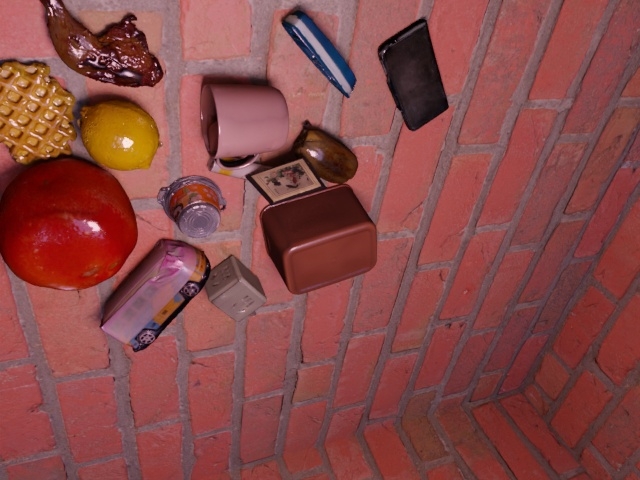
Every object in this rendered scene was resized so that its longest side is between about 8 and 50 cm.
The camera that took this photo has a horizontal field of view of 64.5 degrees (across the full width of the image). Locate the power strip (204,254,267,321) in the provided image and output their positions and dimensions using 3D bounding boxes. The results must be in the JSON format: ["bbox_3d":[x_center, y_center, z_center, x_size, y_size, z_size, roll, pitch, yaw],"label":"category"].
[{"bbox_3d":[-0.280,0.184,1.768,0.140,0.139,0.224,-37,133,5],"label":"power strip"}]

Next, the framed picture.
[{"bbox_3d":[-0.103,-0.179,1.556,0.199,0.010,0.195,-16,152,13],"label":"framed picture"}]

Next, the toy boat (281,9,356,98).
[{"bbox_3d":[0.013,-0.502,1.392,0.062,0.096,0.299,-48,134,4],"label":"toy boat"}]

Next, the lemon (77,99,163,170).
[{"bbox_3d":[-0.504,-0.265,1.274,0.206,0.173,0.173,27,112,-22],"label":"lemon"}]

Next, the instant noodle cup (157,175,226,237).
[{"bbox_3d":[-0.370,-0.086,1.514,0.208,0.125,0.178,-6,129,-22],"label":"instant noodle cup"}]

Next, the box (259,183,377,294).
[{"bbox_3d":[0.000,0.000,1.697,0.339,0.229,0.239,-17,133,-13],"label":"box"}]

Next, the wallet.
[{"bbox_3d":[0.292,-0.495,1.565,0.172,0.045,0.318,-35,133,-1],"label":"wallet"}]

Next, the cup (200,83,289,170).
[{"bbox_3d":[-0.208,-0.300,1.385,0.200,0.191,0.253,-8,137,-24],"label":"cup"}]

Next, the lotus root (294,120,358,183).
[{"bbox_3d":[0.022,-0.257,1.573,0.241,0.123,0.124,26,122,-35],"label":"lotus root"}]

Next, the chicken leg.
[{"bbox_3d":[-0.515,-0.459,1.182,0.322,0.083,0.177,14,110,-36],"label":"chicken leg"}]

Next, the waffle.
[{"bbox_3d":[-0.729,-0.297,1.217,0.291,0.051,0.291,-13,128,-17],"label":"waffle"}]

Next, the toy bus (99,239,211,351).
[{"bbox_3d":[-0.528,0.163,1.611,0.386,0.171,0.162,-45,128,12],"label":"toy bus"}]

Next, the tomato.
[{"bbox_3d":[-0.647,-0.043,1.312,0.325,0.293,0.290,-8,142,-9],"label":"tomato"}]

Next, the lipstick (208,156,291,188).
[{"bbox_3d":[-0.207,-0.208,1.542,0.264,0.059,0.059,10,121,-32],"label":"lipstick"}]
